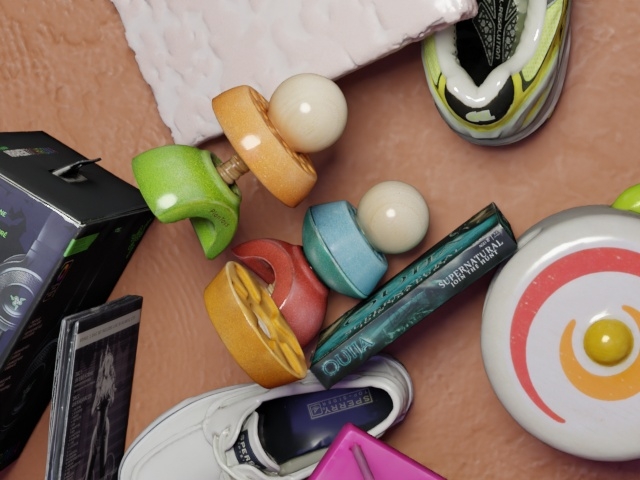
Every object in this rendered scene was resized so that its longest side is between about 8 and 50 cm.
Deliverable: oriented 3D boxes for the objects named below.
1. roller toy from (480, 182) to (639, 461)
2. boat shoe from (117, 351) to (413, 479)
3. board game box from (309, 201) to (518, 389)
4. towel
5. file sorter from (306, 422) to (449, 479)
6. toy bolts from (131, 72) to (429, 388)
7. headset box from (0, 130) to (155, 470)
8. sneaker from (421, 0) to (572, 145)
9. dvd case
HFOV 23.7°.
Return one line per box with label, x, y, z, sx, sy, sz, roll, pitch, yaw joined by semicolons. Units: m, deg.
roller toy;0.223;0.073;1.192;0.191;0.146;0.209;-15;94;9
boat shoe;-0.051;0.168;1.265;0.267;0.088;0.096;-17;93;8
board game box;0.074;0.041;1.219;0.186;0.126;0.026;-37;95;9
towel;-0.061;-0.267;1.175;0.317;0.053;0.332;-23;91;40
file sorter;0.097;0.322;1.177;0.291;0.182;0.202;32;98;-13
toy bolts;0.000;0.000;1.164;0.158;0.228;0.218;-34;60;10
headset box;-0.263;0.048;1.204;0.131;0.246;0.283;31;97;4
sneaker;0.150;-0.265;1.171;0.145;0.147;0.384;0;94;9
dvd case;-0.189;0.162;1.244;0.018;0.164;0.221;9;96;10
